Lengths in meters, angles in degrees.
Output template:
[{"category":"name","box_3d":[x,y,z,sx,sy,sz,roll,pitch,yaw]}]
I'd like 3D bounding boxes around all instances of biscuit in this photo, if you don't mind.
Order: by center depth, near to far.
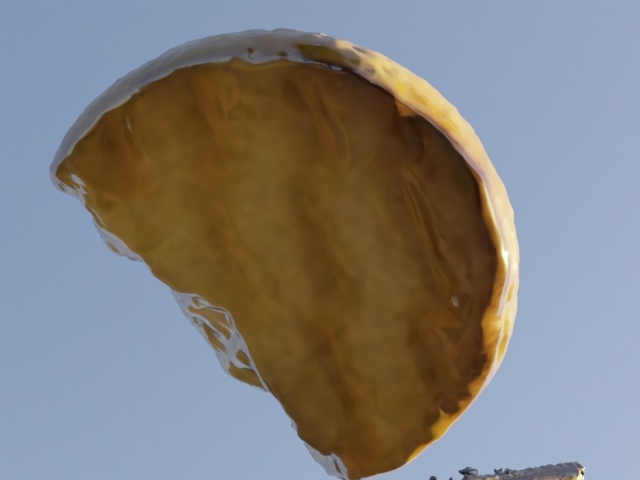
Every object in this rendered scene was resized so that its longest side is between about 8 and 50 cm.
[{"category":"biscuit","box_3d":[0.000,-0.001,0.948,0.213,0.091,0.274,-30,-74,16]}]

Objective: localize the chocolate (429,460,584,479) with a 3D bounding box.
[{"category":"chocolate","box_3d":[0.127,0.268,1.578,0.329,0.065,0.102,-5,-83,-35]}]
